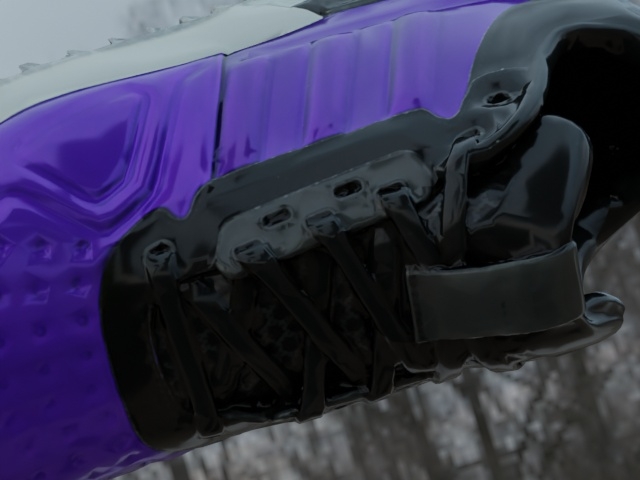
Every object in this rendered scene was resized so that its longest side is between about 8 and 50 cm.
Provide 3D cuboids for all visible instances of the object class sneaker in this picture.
[{"bbox_3d":[0.000,-0.001,0.535,0.293,0.102,0.146,-32,38,-31],"label":"sneaker"}]
